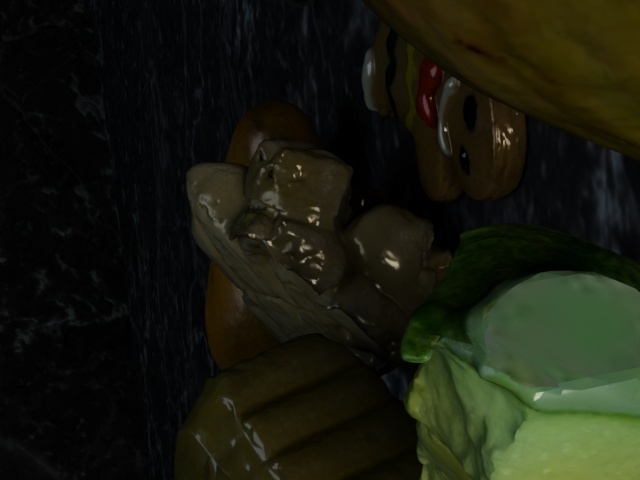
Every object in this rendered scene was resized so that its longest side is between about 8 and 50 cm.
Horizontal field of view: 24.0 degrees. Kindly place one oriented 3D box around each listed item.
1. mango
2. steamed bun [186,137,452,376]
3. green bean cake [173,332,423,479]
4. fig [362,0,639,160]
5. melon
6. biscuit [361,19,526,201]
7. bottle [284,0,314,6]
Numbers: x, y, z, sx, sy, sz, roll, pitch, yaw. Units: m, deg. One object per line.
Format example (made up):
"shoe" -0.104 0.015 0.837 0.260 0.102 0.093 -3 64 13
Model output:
"mango" -0.031 0.004 1.205 0.157 0.109 0.262 -97 15 -56
"steamed bun" 0.000 0.000 1.006 0.192 0.106 0.177 44 163 -1
"green bean cake" 0.005 0.208 0.940 0.233 0.124 0.236 45 142 35
"fig" 0.115 -0.073 0.464 0.217 0.217 0.320 -134 22 -69
"melon" 0.098 0.085 0.479 0.196 0.124 0.323 41 161 26
"biscuit" 0.069 -0.102 0.916 0.240 0.035 0.158 -117 25 -59
"bottle" -0.022 -0.237 1.255 0.030 0.030 0.083 115 150 -63
